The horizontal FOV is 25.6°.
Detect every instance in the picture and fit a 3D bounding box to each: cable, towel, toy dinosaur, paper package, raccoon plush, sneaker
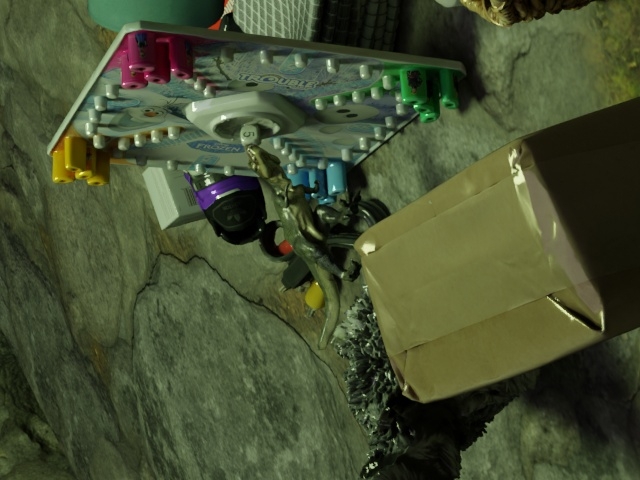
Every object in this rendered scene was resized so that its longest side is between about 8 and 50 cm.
[{"bbox_3d":[0.007,-0.005,1.919,0.139,0.072,0.287,59,141,11],"label":"cable"},{"bbox_3d":[-0.017,-0.315,1.687,0.235,0.121,0.283,49,145,38],"label":"towel"},{"bbox_3d":[0.000,0.000,1.636,0.118,0.064,0.268,-7,107,46],"label":"toy dinosaur"},{"bbox_3d":[0.243,-0.009,1.177,0.309,0.325,0.168,-33,77,62],"label":"paper package"},{"bbox_3d":[0.061,0.185,1.582,0.216,0.446,0.299,41,148,0],"label":"raccoon plush"},{"bbox_3d":[-0.131,-0.064,1.986,0.293,0.102,0.146,-105,-7,-84],"label":"sneaker"}]

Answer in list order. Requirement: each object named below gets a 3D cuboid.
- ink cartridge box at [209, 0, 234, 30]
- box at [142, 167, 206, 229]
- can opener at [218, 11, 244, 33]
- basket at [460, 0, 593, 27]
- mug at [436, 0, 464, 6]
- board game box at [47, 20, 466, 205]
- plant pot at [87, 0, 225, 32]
[{"bbox_3d":[-0.172,-0.381,2.004,0.189,0.066,0.232,-45,62,60],"label":"ink cartridge box"},{"bbox_3d":[-0.207,-0.083,2.197,0.087,0.101,0.102,-35,74,62],"label":"box"},{"bbox_3d":[-0.084,-0.318,1.882,0.059,0.073,0.186,38,126,30],"label":"can opener"},{"bbox_3d":[0.114,-0.332,1.329,0.299,0.223,0.213,52,146,32],"label":"basket"},{"bbox_3d":[0.145,-0.270,1.480,0.078,0.064,0.062,-29,81,63],"label":"mug"},{"bbox_3d":[-0.086,-0.132,1.642,0.390,0.390,0.050,144,127,-62],"label":"board game box"},{"bbox_3d":[-0.211,-0.409,1.809,0.272,0.272,0.255,40,137,45],"label":"plant pot"}]
